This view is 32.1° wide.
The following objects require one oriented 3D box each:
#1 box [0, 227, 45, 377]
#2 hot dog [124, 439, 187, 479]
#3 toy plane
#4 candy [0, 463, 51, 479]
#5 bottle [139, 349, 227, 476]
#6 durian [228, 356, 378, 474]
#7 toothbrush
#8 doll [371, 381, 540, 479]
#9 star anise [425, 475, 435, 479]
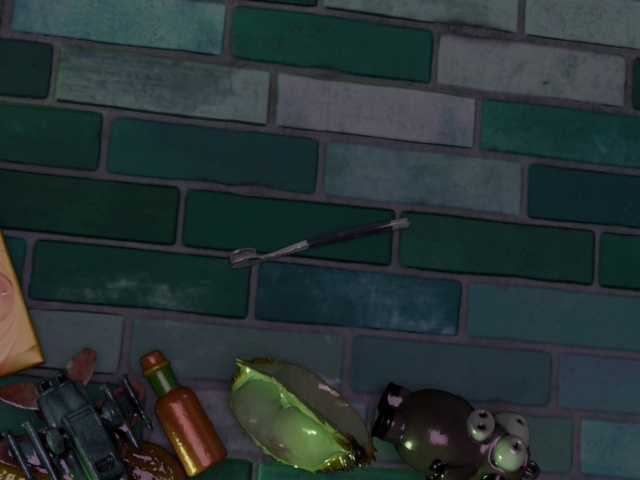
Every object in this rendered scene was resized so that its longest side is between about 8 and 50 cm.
[{"bbox_3d":[-0.509,0.074,1.593,0.152,0.043,0.269,-19,85,-12],"label":"box"},{"bbox_3d":[-0.256,0.334,1.598,0.140,0.060,0.089,32,74,-11],"label":"hot dog"},{"bbox_3d":[-0.301,0.307,1.517,0.223,0.104,0.326,-25,66,-29],"label":"toy plane"},{"bbox_3d":[-0.373,0.367,1.554,0.199,0.094,0.106,25,73,-12],"label":"candy"},{"bbox_3d":[-0.205,0.245,1.611,0.069,0.069,0.187,-28,86,-13],"label":"bottle"},{"bbox_3d":[-0.034,0.255,1.606,0.144,0.139,0.252,-44,92,-8],"label":"durian"},{"bbox_3d":[0.000,0.000,1.705,0.288,0.024,0.026,-13,71,-11],"label":"toothbrush"},{"bbox_3d":[0.207,0.293,1.645,0.257,0.117,0.182,19,39,2],"label":"doll"},{"bbox_3d":[0.200,0.426,1.673,0.158,0.144,0.140,-9,129,-4],"label":"star anise"}]
